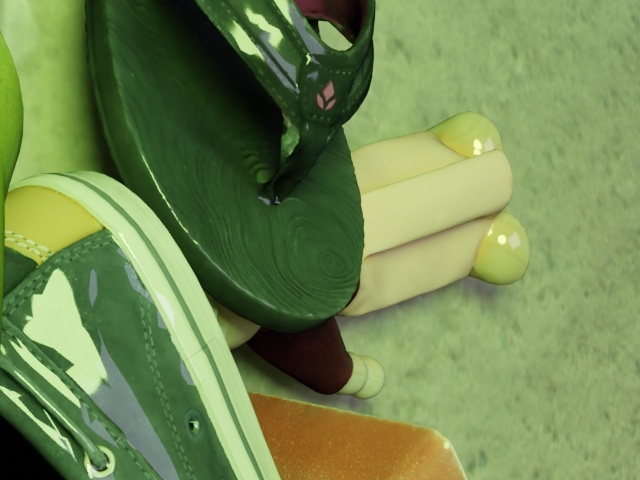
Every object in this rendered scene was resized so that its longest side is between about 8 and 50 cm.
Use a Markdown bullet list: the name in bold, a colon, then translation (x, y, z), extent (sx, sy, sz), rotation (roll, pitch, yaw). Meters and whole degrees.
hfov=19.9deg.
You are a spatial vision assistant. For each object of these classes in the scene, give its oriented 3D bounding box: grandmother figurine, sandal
- **grandmother figurine**: translation (0.000, 0.000, 1.114), extent (0.342, 0.104, 0.208), rotation (-23, 90, -50)
- **sandal**: translation (-0.046, -0.169, 1.025), extent (0.167, 0.107, 0.446), rotation (8, 63, -39)

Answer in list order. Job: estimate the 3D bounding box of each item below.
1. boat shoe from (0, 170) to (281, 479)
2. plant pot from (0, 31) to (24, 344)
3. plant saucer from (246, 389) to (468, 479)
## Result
- **boat shoe**: translation (-0.073, 0.211, 0.933), extent (0.156, 0.186, 0.500), rotation (-33, 102, -39)
- **plant pot**: translation (-0.268, 0.047, 0.658), extent (0.366, 0.366, 0.353), rotation (45, 40, -32)
- **plant saucer**: translation (0.031, 0.212, 1.003), extent (0.047, 0.259, 0.258), rotation (-31, 105, -26)
